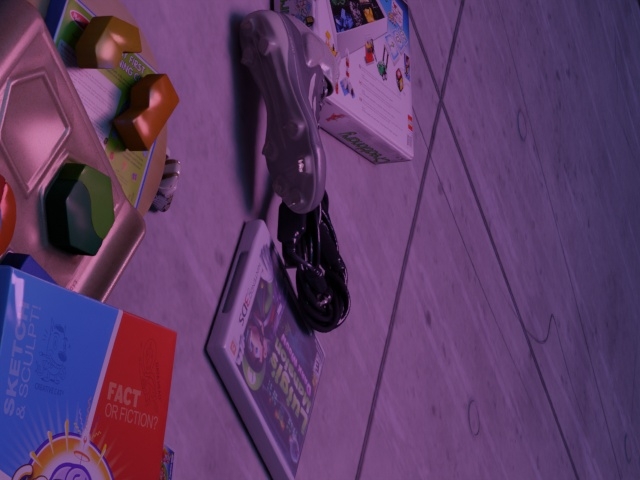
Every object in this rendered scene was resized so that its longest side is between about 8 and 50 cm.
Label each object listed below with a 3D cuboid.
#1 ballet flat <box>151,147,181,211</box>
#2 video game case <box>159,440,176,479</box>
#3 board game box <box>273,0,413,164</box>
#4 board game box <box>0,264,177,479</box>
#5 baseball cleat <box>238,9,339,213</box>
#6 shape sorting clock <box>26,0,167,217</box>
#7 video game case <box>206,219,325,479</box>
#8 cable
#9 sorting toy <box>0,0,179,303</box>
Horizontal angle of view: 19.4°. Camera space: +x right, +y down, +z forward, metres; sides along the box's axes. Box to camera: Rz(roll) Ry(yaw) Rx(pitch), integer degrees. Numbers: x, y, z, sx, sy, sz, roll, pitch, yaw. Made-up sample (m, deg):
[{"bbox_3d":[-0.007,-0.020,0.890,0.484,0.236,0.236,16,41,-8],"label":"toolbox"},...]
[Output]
[{"bbox_3d":[-0.139,-0.062,1.560,0.114,0.041,0.041,59,31,-48],"label":"ballet flat"},{"bbox_3d":[-0.148,0.186,1.493,0.122,0.011,0.087,52,36,-54],"label":"video game case"},{"bbox_3d":[0.029,-0.211,2.036,0.305,0.053,0.193,29,57,-65],"label":"board game box"},{"bbox_3d":[-0.192,0.192,1.235,0.242,0.064,0.316,29,65,-65],"label":"board game box"},{"bbox_3d":[-0.013,-0.128,1.811,0.109,0.072,0.206,-5,79,-46],"label":"baseball cleat"},{"bbox_3d":[-0.183,-0.100,1.440,0.206,0.040,0.206,4,85,-57],"label":"shape sorting clock"},{"bbox_3d":[-0.047,0.106,1.773,0.173,0.022,0.190,-75,150,-45],"label":"video game case"},{"bbox_3d":[0.000,0.000,1.867,0.184,0.047,0.150,-90,161,-45],"label":"cable"},{"bbox_3d":[-0.189,-0.055,1.338,0.307,0.041,0.229,-63,142,-37],"label":"sorting toy"}]
